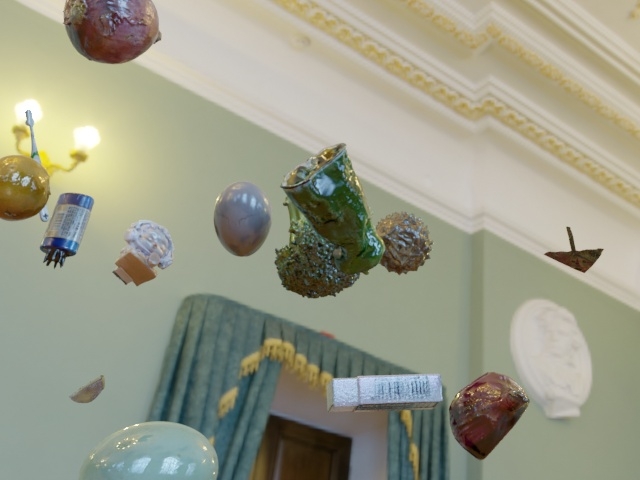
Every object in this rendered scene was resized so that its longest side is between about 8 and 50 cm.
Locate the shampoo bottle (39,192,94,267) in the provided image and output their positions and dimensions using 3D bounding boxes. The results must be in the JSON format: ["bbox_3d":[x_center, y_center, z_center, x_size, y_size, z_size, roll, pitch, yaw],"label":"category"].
[{"bbox_3d":[-0.581,-0.023,1.626,0.087,0.183,0.050,5,-31,7],"label":"shampoo bottle"}]

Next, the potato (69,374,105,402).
[{"bbox_3d":[-0.499,0.329,1.562,0.093,0.037,0.036,-31,-83,14],"label":"potato"}]

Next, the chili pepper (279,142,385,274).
[{"bbox_3d":[0.041,-0.036,1.326,0.099,0.136,0.270,9,-42,47],"label":"chili pepper"}]

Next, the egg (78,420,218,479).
[{"bbox_3d":[-0.474,0.647,1.991,0.389,0.276,0.276,2,-23,-32],"label":"egg"}]

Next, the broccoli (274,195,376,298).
[{"bbox_3d":[0.016,0.012,1.628,0.235,0.259,0.288,16,-32,-12],"label":"broccoli"}]

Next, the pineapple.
[{"bbox_3d":[0.221,-0.010,2.004,0.175,0.175,0.361,9,10,-1],"label":"pineapple"}]

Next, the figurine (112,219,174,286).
[{"bbox_3d":[-0.493,0.023,2.042,0.141,0.236,0.162,-34,-72,25],"label":"figurine"}]

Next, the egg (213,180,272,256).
[{"bbox_3d":[-0.194,-0.052,1.779,0.147,0.146,0.198,4,-67,7],"label":"egg"}]

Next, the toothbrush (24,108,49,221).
[{"bbox_3d":[-0.761,-0.200,1.910,0.030,0.303,0.030,-8,4,1],"label":"toothbrush"}]

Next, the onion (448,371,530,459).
[{"bbox_3d":[0.374,0.361,1.550,0.140,0.195,0.218,49,-28,20],"label":"onion"}]

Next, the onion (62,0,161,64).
[{"bbox_3d":[-0.353,-0.387,1.265,0.160,0.159,0.195,-14,-4,34],"label":"onion"}]

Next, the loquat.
[{"bbox_3d":[-0.638,-0.108,1.500,0.141,0.141,0.141,6,-29,3],"label":"loquat"}]

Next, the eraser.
[{"bbox_3d":[0.164,0.398,1.866,0.287,0.086,0.130,0,-20,-7],"label":"eraser"}]

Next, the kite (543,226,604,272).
[{"bbox_3d":[0.561,0.023,1.589,0.137,0.005,0.152,-8,-50,40],"label":"kite"}]
